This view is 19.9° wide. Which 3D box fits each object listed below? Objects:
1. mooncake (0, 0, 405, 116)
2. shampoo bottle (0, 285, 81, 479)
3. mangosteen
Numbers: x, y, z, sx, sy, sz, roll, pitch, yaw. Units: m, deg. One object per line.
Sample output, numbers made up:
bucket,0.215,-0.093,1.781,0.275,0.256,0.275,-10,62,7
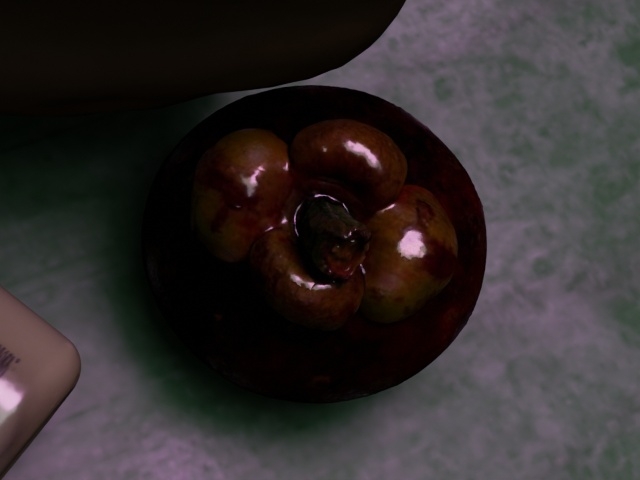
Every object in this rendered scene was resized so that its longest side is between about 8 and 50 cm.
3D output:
mooncake,-0.093,-0.227,0.605,0.201,0.378,0.378,-7,70,-18
shampoo bottle,-0.166,0.022,0.628,0.162,0.079,0.079,38,60,-1
mangosteen,0.000,0.000,0.670,0.140,0.140,0.140,8,65,-18
